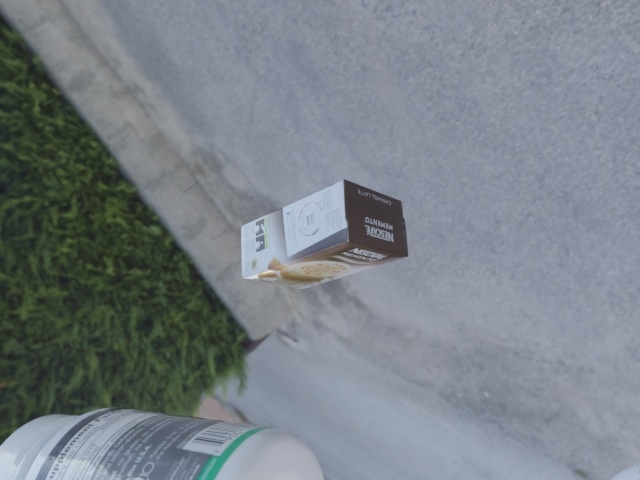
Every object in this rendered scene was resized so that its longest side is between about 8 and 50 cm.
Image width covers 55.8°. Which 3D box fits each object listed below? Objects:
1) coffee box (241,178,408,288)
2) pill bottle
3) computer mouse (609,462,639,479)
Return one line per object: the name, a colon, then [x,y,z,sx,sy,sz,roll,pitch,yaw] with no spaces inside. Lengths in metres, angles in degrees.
coffee box: [0.000,0.000,0.982,0.141,0.098,0.246,14,155,-41]
pill bottle: [-0.192,0.295,0.665,0.361,0.204,0.204,-4,127,31]
computer mouse: [0.404,0.270,0.664,0.106,0.193,0.042,-130,48,-59]
